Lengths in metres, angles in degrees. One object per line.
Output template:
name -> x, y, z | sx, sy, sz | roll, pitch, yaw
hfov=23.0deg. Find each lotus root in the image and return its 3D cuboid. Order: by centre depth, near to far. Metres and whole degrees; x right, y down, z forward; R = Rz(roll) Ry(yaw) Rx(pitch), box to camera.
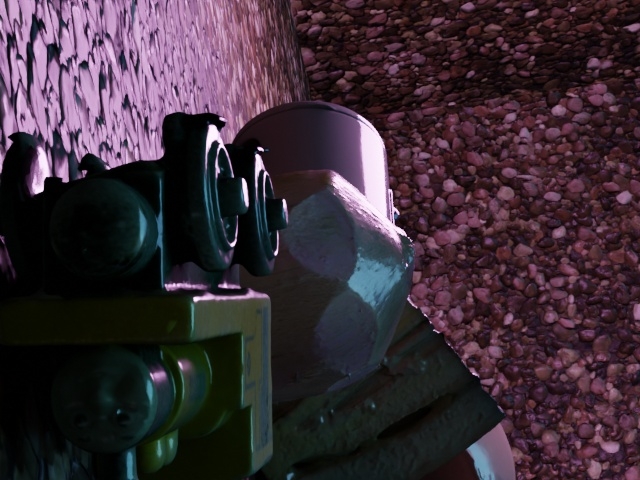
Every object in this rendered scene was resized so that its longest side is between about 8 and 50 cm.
lotus root -> 0.023, 0.169, 1.784 | 0.267, 0.260, 0.149 | 51, 0, -17

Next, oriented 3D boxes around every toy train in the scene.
toy train -> -0.104, 0.050, 0.981 | 0.369, 0.150, 0.237 | 19, 70, -84

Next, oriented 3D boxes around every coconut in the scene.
coconut -> -0.019, 0.044, 1.532 | 0.227, 0.230, 0.227 | -7, 90, -84

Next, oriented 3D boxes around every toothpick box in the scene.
toothpick box -> 0.000, 0.000, 1.959 | 0.229, 0.229, 0.316 | 78, 6, -47

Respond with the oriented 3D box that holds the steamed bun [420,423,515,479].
steamed bun -> 0.089, 0.299, 1.984 | 0.206, 0.324, 0.324 | -41, 124, -73
